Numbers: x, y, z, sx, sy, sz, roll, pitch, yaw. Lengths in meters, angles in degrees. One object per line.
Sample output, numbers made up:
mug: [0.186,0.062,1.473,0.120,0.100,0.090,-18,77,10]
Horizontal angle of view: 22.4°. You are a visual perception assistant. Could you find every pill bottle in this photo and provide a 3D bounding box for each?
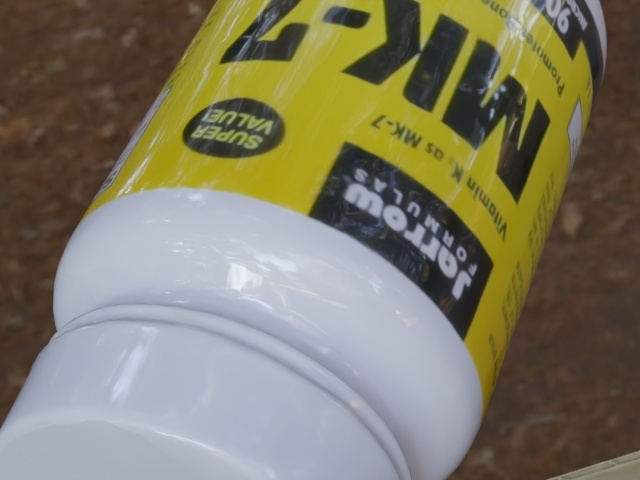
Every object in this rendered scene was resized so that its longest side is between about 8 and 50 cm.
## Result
pill bottle: [0.000,0.000,0.448,0.119,0.119,0.208,1,46,28]

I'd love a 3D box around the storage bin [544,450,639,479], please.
storage bin: [0.251,0.197,0.828,0.260,0.123,0.262,-13,14,-27]
